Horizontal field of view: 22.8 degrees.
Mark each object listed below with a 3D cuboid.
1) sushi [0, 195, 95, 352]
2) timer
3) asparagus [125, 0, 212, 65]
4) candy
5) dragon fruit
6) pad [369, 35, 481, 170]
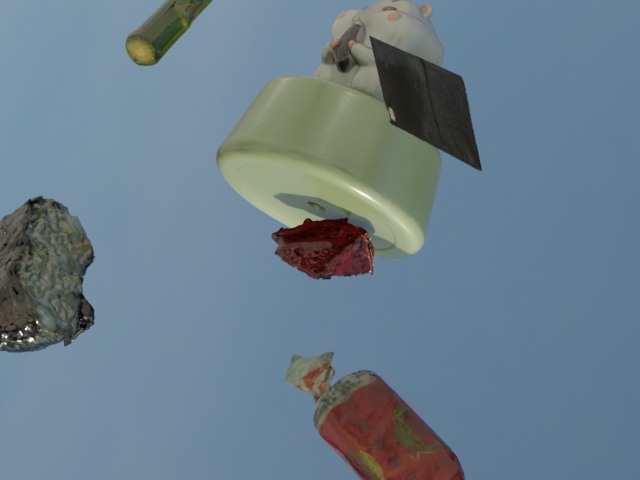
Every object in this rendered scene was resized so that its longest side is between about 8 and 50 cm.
[{"bbox_3d":[-0.359,0.054,2.007,0.115,0.147,0.212,-34,-140,29],"label":"sushi"},{"bbox_3d":[0.054,-0.177,2.071,0.291,0.291,0.315,1,-117,56],"label":"timer"},{"bbox_3d":[-0.147,-0.257,1.737,0.045,0.041,0.178,-19,-152,51],"label":"asparagus"},{"bbox_3d":[0.069,0.197,1.492,0.086,0.059,0.292,-36,-124,-13],"label":"candy"},{"bbox_3d":[0.001,-0.003,2.019,0.131,0.097,0.063,31,-60,43],"label":"dragon fruit"},{"bbox_3d":[0.114,-0.152,1.745,0.004,0.116,0.193,-27,-149,-19],"label":"pad"}]
